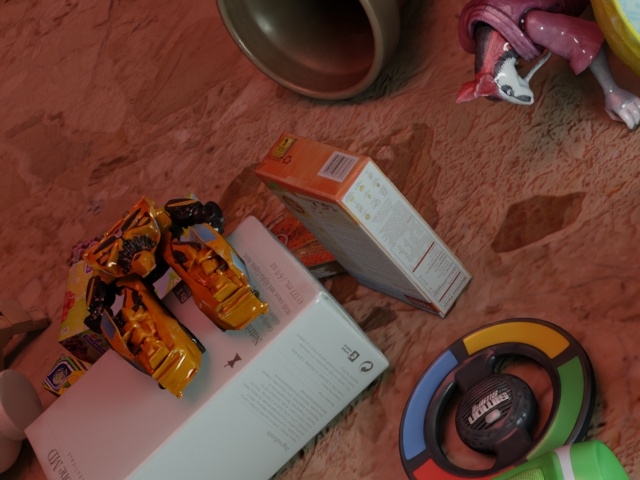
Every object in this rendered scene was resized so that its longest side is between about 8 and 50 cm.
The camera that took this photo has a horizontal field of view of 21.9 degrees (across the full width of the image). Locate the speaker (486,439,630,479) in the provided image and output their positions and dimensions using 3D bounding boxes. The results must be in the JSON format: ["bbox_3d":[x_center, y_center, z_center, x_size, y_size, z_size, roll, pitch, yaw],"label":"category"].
[{"bbox_3d":[0.158,0.301,1.586,0.296,0.131,0.131,-29,41,18],"label":"speaker"}]

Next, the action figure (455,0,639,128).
[{"bbox_3d":[0.273,-0.296,1.926,0.248,0.275,0.370,14,51,40],"label":"action figure"}]

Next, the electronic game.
[{"bbox_3d":[0.182,0.180,1.734,0.229,0.048,0.229,-23,43,23],"label":"electronic game"}]

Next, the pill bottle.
[{"bbox_3d":[-0.494,0.262,2.169,0.264,0.146,0.146,-26,42,21],"label":"pill bottle"}]

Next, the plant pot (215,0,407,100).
[{"bbox_3d":[0.023,-0.356,2.227,0.263,0.263,0.229,-1,38,40],"label":"plant pot"}]

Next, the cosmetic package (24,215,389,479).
[{"bbox_3d":[-0.137,0.184,1.920,0.385,0.156,0.217,-43,37,-1],"label":"cosmetic package"}]

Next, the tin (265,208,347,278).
[{"bbox_3d":[0.000,0.000,2.064,0.190,0.040,0.106,-14,44,32],"label":"tin"}]

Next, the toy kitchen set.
[{"bbox_3d":[-0.435,0.132,2.327,0.083,0.075,0.068,-14,32,-28],"label":"toy kitchen set"}]

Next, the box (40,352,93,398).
[{"bbox_3d":[-0.280,0.196,2.111,0.169,0.059,0.054,14,68,47],"label":"box"}]

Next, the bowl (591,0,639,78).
[{"bbox_3d":[0.405,-0.263,1.815,0.289,0.289,0.156,-65,8,-24],"label":"bowl"}]

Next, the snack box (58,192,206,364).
[{"bbox_3d":[-0.241,0.052,2.199,0.207,0.070,0.174,-22,43,22],"label":"snack box"}]

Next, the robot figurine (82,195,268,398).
[{"bbox_3d":[-0.178,0.048,1.891,0.211,0.085,0.291,-45,37,-1],"label":"robot figurine"}]

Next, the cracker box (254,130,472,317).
[{"bbox_3d":[0.050,-0.018,1.879,0.156,0.232,0.067,21,69,48],"label":"cracker box"}]
